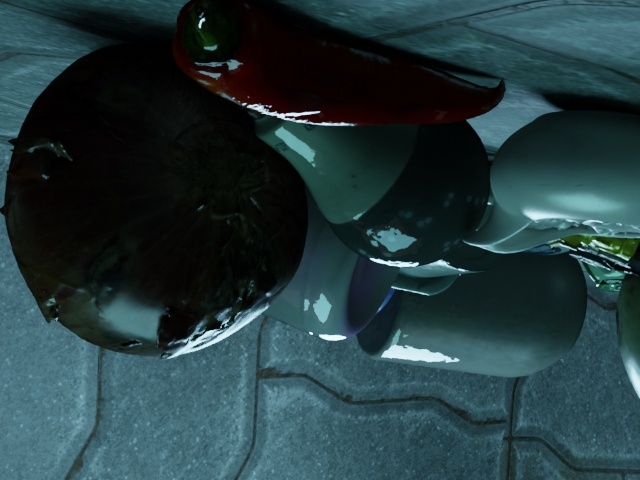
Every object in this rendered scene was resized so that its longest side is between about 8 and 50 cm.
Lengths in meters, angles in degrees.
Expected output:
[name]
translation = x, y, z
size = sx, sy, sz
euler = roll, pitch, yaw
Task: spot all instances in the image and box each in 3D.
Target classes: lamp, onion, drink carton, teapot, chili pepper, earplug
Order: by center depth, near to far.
[chili pepper]
translation = -0.006, -0.155, 1.199
size = 0.137, 0.092, 0.368
euler = -17, 165, 42
[teapot]
translation = 0.276, -0.047, 1.347
size = 0.298, 0.139, 0.204
euler = 1, 169, 40
[lamp]
translation = 0.035, -0.077, 1.430
size = 0.314, 0.182, 0.182
euler = 16, 176, -34
[onion]
translation = -0.178, -0.043, 1.483
size = 0.353, 0.354, 0.353
euler = 12, 177, 1
[drink carton]
translation = 0.193, -0.019, 2.214
size = 0.191, 0.185, 0.189
euler = 15, 165, -24
[earplug]
translation = 0.295, 0.093, 2.602
size = 0.394, 0.313, 0.312
euler = 9, 178, -14

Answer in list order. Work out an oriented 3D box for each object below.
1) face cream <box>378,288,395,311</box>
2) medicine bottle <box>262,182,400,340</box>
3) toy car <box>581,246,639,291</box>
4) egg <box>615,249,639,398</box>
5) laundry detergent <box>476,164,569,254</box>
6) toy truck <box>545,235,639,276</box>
[face cream]
translation = 0.000, 0.000, 2.451
size = 0.225, 0.249, 0.249
euler = 16, 176, -26
[medicine bottle]
translation = -0.062, -0.038, 1.807
size = 0.325, 0.256, 0.256
euler = 23, -179, 20
[toy car]
translation = 0.479, 0.009, 1.837
size = 0.306, 0.136, 0.125
euler = 15, 162, -29
[egg]
translation = 0.539, 0.120, 1.636
size = 0.428, 0.345, 0.345
euler = 25, 174, -17
[laundry detergent]
translation = 0.207, -0.057, 1.907
size = 0.280, 0.105, 0.215
euler = 15, 176, -24
[toy truck]
translation = 0.294, -0.047, 1.599
size = 0.157, 0.124, 0.272
euler = 22, 180, 0
